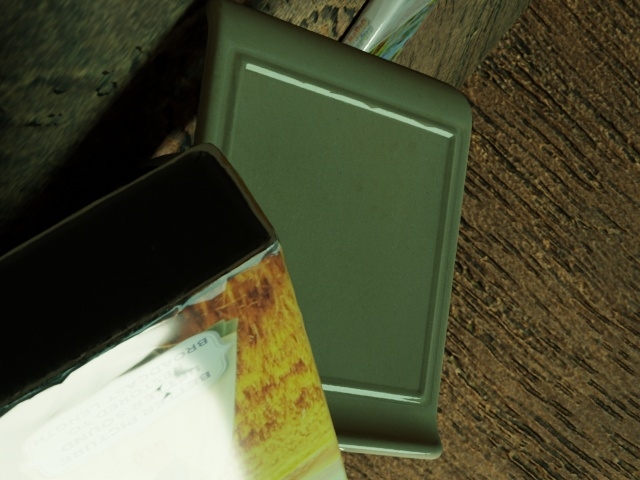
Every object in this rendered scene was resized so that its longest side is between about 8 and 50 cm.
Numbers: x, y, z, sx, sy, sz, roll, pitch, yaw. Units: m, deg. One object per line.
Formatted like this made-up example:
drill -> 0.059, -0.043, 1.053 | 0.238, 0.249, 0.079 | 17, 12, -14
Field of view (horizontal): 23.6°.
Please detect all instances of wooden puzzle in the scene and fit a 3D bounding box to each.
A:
wooden puzzle -> 0.000, 0.000, 0.884 | 0.044, 0.239, 0.221 | -5, 167, 43

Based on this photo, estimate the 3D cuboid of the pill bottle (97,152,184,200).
pill bottle -> -0.097, 0.052, 0.931 | 0.301, 0.169, 0.169 | -47, 175, -36

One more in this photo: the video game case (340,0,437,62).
video game case -> 0.059, -0.193, 1.410 | 0.206, 0.026, 0.227 | -53, 176, 33

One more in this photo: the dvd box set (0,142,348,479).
dvd box set -> -0.129, 0.162, 0.718 | 0.307, 0.062, 0.420 | -30, 150, -11
